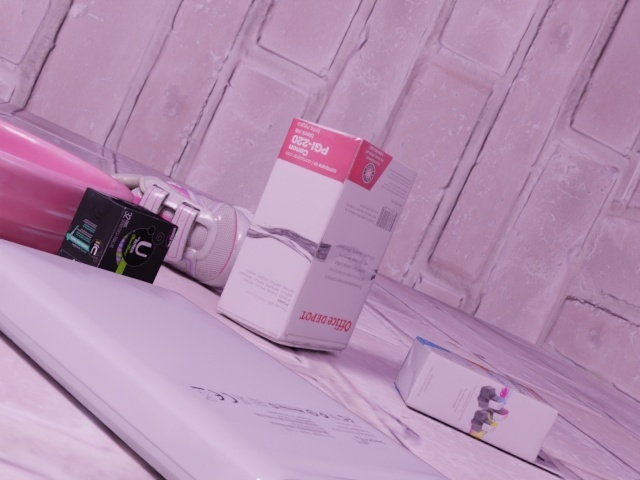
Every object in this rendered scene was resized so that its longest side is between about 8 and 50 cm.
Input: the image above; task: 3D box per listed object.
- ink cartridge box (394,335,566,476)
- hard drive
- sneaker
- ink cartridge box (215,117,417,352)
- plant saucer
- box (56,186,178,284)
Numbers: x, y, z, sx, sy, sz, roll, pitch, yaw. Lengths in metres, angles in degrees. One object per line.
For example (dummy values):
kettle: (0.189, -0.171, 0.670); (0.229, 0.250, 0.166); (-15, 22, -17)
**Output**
ink cartridge box: (0.175, 0.170, 1.053); (0.181, 0.061, 0.104); (26, 3, -5)
hard drive: (-0.071, 0.088, 0.613); (0.307, 0.040, 0.203); (28, 3, 41)
sneaker: (-0.172, -0.014, 1.173); (0.252, 0.103, 0.111); (19, 2, 43)
ink cartridge box: (0.000, 0.000, 1.069); (0.092, 0.218, 0.158); (21, 0, 28)
plant saucer: (-0.332, -0.074, 0.893); (0.332, 0.084, 0.332); (25, 2, -1)
box: (-0.163, 0.011, 0.790); (0.052, 0.083, 0.062); (26, 3, 37)
